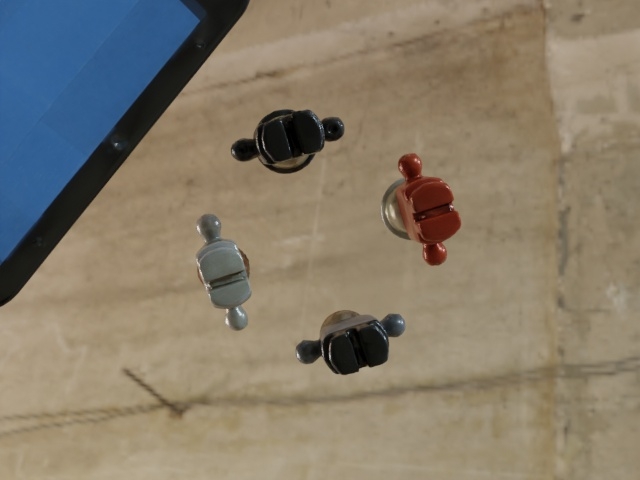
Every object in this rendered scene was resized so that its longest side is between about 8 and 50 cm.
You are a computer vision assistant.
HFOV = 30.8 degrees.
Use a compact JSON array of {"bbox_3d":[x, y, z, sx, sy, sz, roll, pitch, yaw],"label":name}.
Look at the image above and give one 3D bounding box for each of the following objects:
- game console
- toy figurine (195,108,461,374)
[{"bbox_3d":[-0.218,-0.141,0.687,0.173,0.293,0.250,34,-7,23],"label":"game console"},{"bbox_3d":[0.000,0.000,1.028,0.213,0.209,0.148,26,1,-6],"label":"toy figurine"}]
